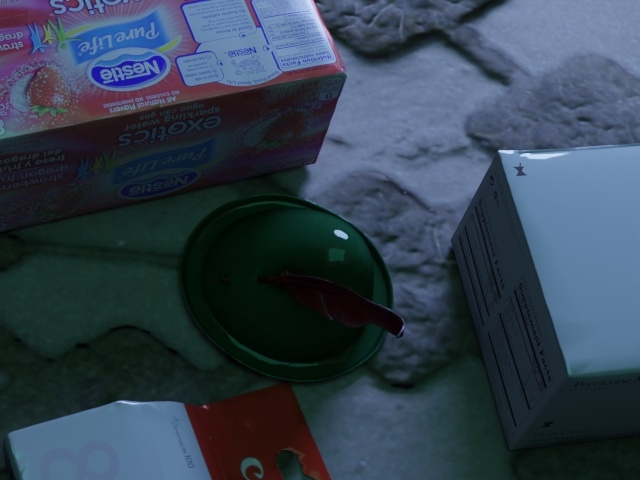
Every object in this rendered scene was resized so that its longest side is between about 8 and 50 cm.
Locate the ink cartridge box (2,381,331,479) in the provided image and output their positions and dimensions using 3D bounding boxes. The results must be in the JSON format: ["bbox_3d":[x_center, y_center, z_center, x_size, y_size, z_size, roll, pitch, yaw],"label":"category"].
[{"bbox_3d":[-0.093,0.201,1.074,0.232,0.066,0.189,-16,64,-17],"label":"ink cartridge box"}]

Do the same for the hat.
[{"bbox_3d":[0.000,0.000,1.139,0.208,0.183,0.173,35,58,9],"label":"hat"}]

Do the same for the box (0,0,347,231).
[{"bbox_3d":[-0.150,-0.128,1.207,0.300,0.142,0.154,-14,63,-20],"label":"box"}]

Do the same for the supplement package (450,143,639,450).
[{"bbox_3d":[0.269,0.040,1.200,0.262,0.145,0.204,-5,60,-15],"label":"supplement package"}]
